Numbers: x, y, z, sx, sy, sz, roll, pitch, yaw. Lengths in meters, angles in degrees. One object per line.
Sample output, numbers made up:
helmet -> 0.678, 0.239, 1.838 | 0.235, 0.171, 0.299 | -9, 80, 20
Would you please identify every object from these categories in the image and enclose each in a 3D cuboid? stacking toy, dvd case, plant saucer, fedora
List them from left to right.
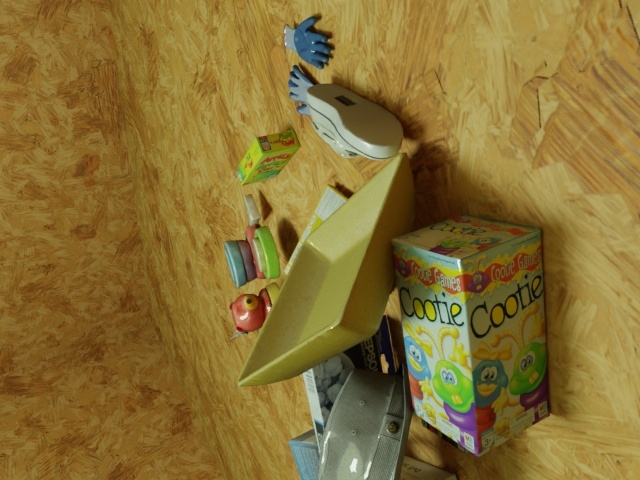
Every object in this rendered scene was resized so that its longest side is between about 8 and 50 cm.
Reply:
stacking toy -> -0.194, 0.062, 1.500 | 0.309, 0.130, 0.280 | -120, 21, -45
plant saucer -> 0.026, 0.066, 0.920 | 0.081, 0.333, 0.332 | 34, 142, -12
fedora -> 0.067, 0.323, 0.963 | 0.244, 0.124, 0.276 | 91, -165, -75
dvd case -> 0.219, 0.318, 1.056 | 0.119, 0.013, 0.087 | 17, 120, 61

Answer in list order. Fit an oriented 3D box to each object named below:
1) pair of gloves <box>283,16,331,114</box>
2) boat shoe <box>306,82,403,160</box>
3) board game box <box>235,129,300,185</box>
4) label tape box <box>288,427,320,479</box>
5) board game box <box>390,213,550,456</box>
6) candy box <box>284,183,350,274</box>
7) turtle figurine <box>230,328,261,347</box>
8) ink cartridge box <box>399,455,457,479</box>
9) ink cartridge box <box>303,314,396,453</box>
pair of gloves -> -0.024, -0.331, 1.130 | 0.159, 0.023, 0.198 | 40, 140, 45
boat shoe -> 0.050, -0.184, 0.994 | 0.267, 0.096, 0.088 | 44, 146, 46
board game box -> -0.123, -0.184, 1.329 | 0.181, 0.092, 0.043 | -37, 72, 62
label tape box -> 0.068, 0.583, 1.400 | 0.347, 0.115, 0.249 | -31, 78, 60
board game box -> 0.208, 0.121, 0.811 | 0.144, 0.142, 0.276 | 19, 122, 59
candy box -> 0.000, 0.000, 1.157 | 0.105, 0.027, 0.206 | 43, 110, 50
turtle figurine -> -0.144, 0.260, 1.603 | 0.234, 0.118, 0.175 | 10, 150, 47
ink cartridge box -> 0.187, 0.549, 1.135 | 0.207, 0.119, 0.354 | -13, 94, 63
ink cartridge box -> 0.072, 0.269, 1.096 | 0.045, 0.208, 0.206 | 8, 114, 56
